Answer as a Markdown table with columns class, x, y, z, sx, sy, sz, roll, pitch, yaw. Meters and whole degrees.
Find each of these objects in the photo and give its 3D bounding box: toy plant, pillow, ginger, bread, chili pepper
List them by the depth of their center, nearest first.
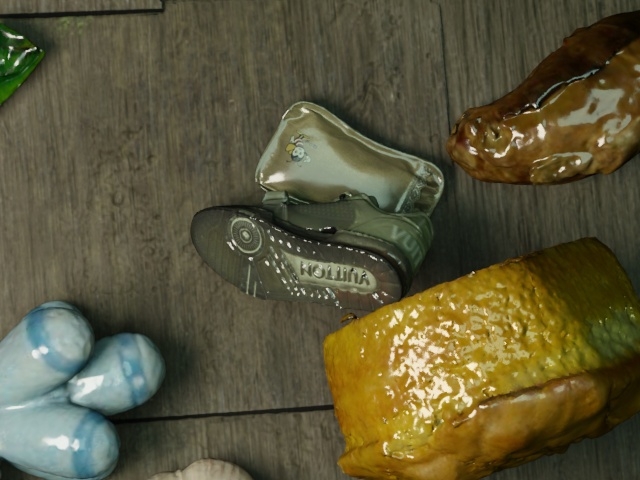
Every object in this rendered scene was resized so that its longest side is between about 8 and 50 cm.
| class | x | y | z | sx | sy | sz | roll | pitch | yaw |
| --- | --- | --- | --- | --- | --- | --- | --- | --- | --- |
| bread | 0.191 | 0.145 | 1.618 | 0.398 | 0.398 | 0.215 | -20 | 82 | -6 |
| toy plant | -0.334 | 0.187 | 1.650 | 0.332 | 0.247 | 0.247 | -16 | 87 | -12 |
| chili pepper | -0.439 | -0.162 | 1.729 | 0.253 | 0.083 | 0.099 | -37 | 80 | -10 |
| ginger | 0.311 | -0.159 | 1.745 | 0.321 | 0.172 | 0.165 | -27 | 126 | -7 |
| pillow | 0.037 | -0.076 | 1.779 | 0.217 | 0.033 | 0.130 | 29 | 90 | -3 |

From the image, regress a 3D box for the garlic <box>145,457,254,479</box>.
| class | x | y | z | sx | sy | sz | roll | pitch | yaw |
| --- | --- | --- | --- | --- | --- | --- | --- | --- | --- |
| garlic | -0.136 | 0.350 | 1.644 | 0.218 | 0.212 | 0.219 | 1 | 79 | -6 |

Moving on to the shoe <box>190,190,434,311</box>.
| class | x | y | z | sx | sy | sz | roll | pitch | yaw |
| --- | --- | --- | --- | --- | --- | --- | --- | --- | --- |
| shoe | 0.000 | -0.003 | 1.725 | 0.293 | 0.149 | 0.109 | 14 | 124 | 30 |
